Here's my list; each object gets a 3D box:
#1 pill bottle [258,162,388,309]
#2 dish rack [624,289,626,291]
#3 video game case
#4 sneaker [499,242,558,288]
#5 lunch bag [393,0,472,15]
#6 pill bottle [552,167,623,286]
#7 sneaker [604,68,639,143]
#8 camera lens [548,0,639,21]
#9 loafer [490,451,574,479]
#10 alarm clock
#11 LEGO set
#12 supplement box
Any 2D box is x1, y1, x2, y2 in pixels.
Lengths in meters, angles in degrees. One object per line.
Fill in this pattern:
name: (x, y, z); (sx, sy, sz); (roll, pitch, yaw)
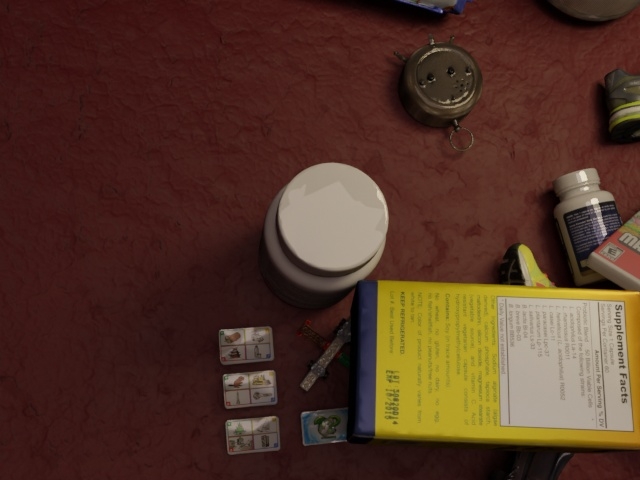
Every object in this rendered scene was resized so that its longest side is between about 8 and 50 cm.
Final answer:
pill bottle: (0.000, 0.000, 1.069); (0.160, 0.283, 0.160); (1, 78, -6)
dish rack: (0.616, 0.089, 1.229); (0.271, 0.074, 0.208); (-36, 85, -12)
video game case: (0.538, 0.024, 1.139); (0.204, 0.025, 0.285); (35, 44, 26)
sneaker: (0.345, 0.096, 1.198); (0.094, 0.081, 0.209); (-23, 92, -12)
lunch bag: (0.119, -0.575, 1.238); (0.327, 0.239, 0.386); (14, 93, -4)
pill bottle: (0.416, -0.021, 1.218); (0.094, 0.094, 0.169); (-13, 80, -9)
sneaker: (0.602, -0.249, 1.283); (0.300, 0.111, 0.121); (-10, 75, -10)
camera lens: (0.467, -0.491, 1.230); (0.219, 0.274, 0.219); (1, 78, -7)
loafer: (0.290, 0.338, 1.136); (0.095, 0.109, 0.302); (30, 69, 19)
alarm clock: (0.199, -0.233, 1.257); (0.129, 0.064, 0.192); (-18, 84, -10)
LEGO set: (-0.021, 0.207, 1.158); (0.244, 0.060, 0.182); (-5, 91, -6)
supplement box: (0.217, 0.173, 1.034); (0.356, 0.195, 0.194); (3, 74, 1)
